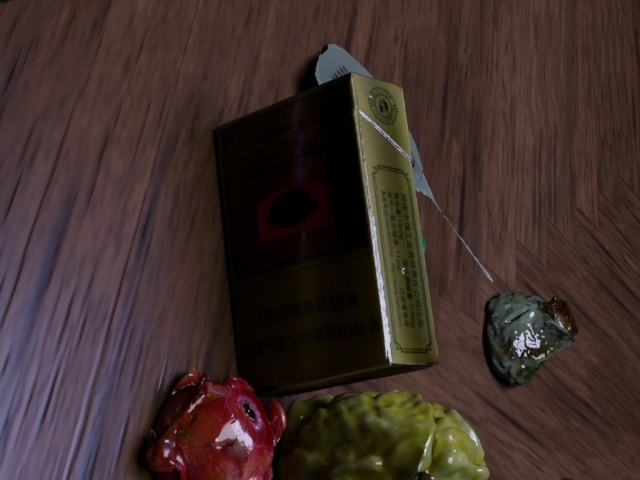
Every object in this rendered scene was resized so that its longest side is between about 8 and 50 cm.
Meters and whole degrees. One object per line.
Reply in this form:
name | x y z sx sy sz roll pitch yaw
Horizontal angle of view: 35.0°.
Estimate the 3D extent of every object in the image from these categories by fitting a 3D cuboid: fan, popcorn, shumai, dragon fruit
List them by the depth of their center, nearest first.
dragon fruit | -0.070 0.150 0.754 0.126 0.068 0.112 -39 107 -55
popcorn | 0.047 0.216 0.805 0.173 0.169 0.195 85 9 -78
fan | 0.097 -0.076 1.070 0.310 0.010 0.182 52 27 -11
shumai | 0.255 0.111 1.198 0.099 0.087 0.123 43 45 -37

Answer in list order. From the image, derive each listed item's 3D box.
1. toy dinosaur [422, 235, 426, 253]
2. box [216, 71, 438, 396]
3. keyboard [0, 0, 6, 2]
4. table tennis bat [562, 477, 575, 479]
toy dinosaur | 0.064 0.010 1.016 0.132 0.059 0.096 -14 96 -47
box | 0.000 0.000 0.836 0.071 0.159 0.240 11 68 -50
keyboard | -0.234 -0.197 0.729 0.155 0.010 0.053 -38 107 -54
table tennis bat | 0.296 0.349 1.216 0.158 0.014 0.095 -38 108 -56
